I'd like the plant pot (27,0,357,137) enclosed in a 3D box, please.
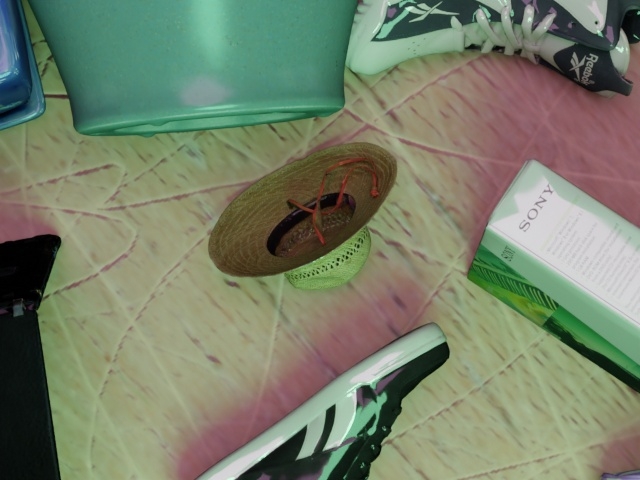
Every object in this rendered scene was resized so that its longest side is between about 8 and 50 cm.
[{"bbox_3d":[-0.086,-0.201,1.242,0.272,0.271,0.255,-5,91,1],"label":"plant pot"}]

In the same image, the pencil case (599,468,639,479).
[{"bbox_3d":[0.222,0.250,1.251,0.088,0.086,0.206,10,83,-24],"label":"pencil case"}]

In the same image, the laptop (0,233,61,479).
[{"bbox_3d":[-0.280,0.111,1.225,0.234,0.264,0.136,-11,105,0],"label":"laptop"}]

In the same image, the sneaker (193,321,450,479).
[{"bbox_3d":[0.021,0.160,1.275,0.217,0.079,0.121,-36,86,5],"label":"sneaker"}]

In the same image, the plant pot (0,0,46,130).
[{"bbox_3d":[-0.317,-0.163,1.257,0.236,0.212,0.235,-16,83,-1],"label":"plant pot"}]

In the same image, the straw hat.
[{"bbox_3d":[0.000,0.000,1.296,0.144,0.144,0.061,-30,122,-2],"label":"straw hat"}]

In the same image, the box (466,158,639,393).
[{"bbox_3d":[0.242,0.076,1.196,0.322,0.232,0.058,35,84,7],"label":"box"}]

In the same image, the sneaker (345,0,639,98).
[{"bbox_3d":[0.142,-0.146,1.299,0.235,0.094,0.153,-30,73,-12],"label":"sneaker"}]
